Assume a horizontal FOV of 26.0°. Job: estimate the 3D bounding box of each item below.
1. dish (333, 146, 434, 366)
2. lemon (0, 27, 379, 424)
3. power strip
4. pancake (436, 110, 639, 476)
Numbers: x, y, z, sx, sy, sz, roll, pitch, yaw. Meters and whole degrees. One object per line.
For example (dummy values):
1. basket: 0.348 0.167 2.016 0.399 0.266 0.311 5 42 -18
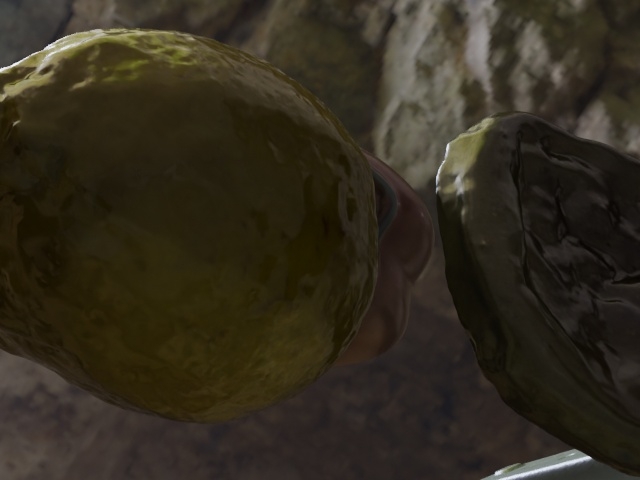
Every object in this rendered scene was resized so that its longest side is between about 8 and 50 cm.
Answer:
1. dish: 0.000 0.000 1.168 0.213 0.213 0.090 33 161 2
2. lemon: -0.102 -0.010 0.950 0.285 0.285 0.316 37 -172 12
3. power strip: 0.238 0.227 1.298 0.091 0.385 0.062 -18 -99 -26
4. pancake: 0.193 0.028 0.914 0.294 0.049 0.294 21 -136 -21
